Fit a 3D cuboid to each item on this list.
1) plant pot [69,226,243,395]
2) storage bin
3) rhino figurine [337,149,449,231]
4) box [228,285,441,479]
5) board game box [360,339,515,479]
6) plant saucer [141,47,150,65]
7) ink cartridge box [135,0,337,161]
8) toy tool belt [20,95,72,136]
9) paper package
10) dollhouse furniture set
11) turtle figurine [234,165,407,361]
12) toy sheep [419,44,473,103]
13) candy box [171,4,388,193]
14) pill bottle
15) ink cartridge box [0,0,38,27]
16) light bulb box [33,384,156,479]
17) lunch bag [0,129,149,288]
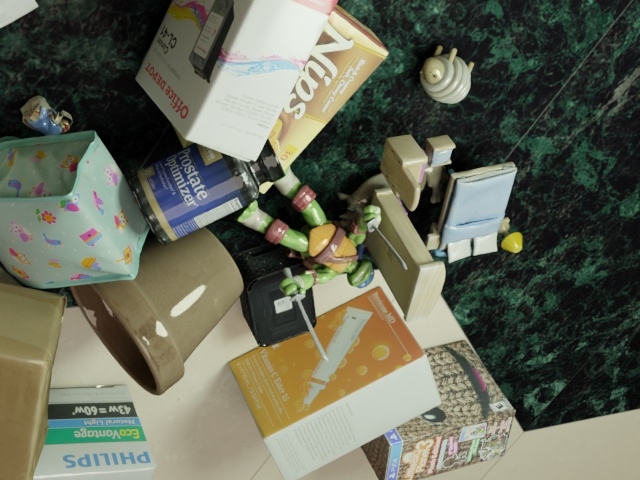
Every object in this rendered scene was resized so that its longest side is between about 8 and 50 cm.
[{"bbox_3d":[-0.260,0.091,1.846,0.229,0.263,0.263,-36,138,-21],"label":"plant pot"},{"bbox_3d":[-0.083,0.097,2.038,0.122,0.084,0.180,-19,134,-13],"label":"storage bin"},{"bbox_3d":[0.122,-0.087,1.999,0.243,0.073,0.106,-27,139,-3],"label":"rhino figurine"},{"bbox_3d":[0.028,0.281,2.160,0.345,0.215,0.168,-27,135,-6],"label":"box"},{"bbox_3d":[0.222,0.362,2.322,0.290,0.232,0.141,-12,131,-20],"label":"board game box"},{"bbox_3d":[-0.221,-0.271,1.693,0.119,0.021,0.119,-15,133,-17],"label":"plant saucer"},{"bbox_3d":[-0.116,-0.301,1.558,0.131,0.226,0.306,17,110,-38],"label":"ink cartridge box"},{"bbox_3d":[-0.408,-0.177,1.651,0.052,0.051,0.083,-45,134,13],"label":"toy tool belt"},{"bbox_3d":[-0.586,0.211,1.732,0.324,0.168,0.310,12,125,-9],"label":"paper package"},{"bbox_3d":[0.264,-0.034,1.925,0.303,0.198,0.286,-11,139,-21],"label":"dollhouse furniture set"},{"bbox_3d":[0.000,0.000,1.858,0.266,0.275,0.198,40,119,-11],"label":"turtle figurine"},{"bbox_3d":[0.218,-0.278,1.880,0.132,0.091,0.091,24,113,-46],"label":"toy sheep"},{"bbox_3d":[-0.066,-0.243,1.752,0.183,0.088,0.316,29,110,-40],"label":"candy box"},{"bbox_3d":[-0.171,-0.093,1.684,0.219,0.123,0.123,-27,135,-1],"label":"pill bottle"},{"bbox_3d":[-0.443,-0.354,1.499,0.062,0.029,0.115,-30,134,-2],"label":"ink cartridge box"},{"bbox_3d":[-0.530,0.470,2.015,0.357,0.225,0.361,3,125,-29],"label":"light bulb box"},{"bbox_3d":[-0.423,-0.043,1.680,0.262,0.160,0.223,-4,140,21],"label":"lunch bag"}]
